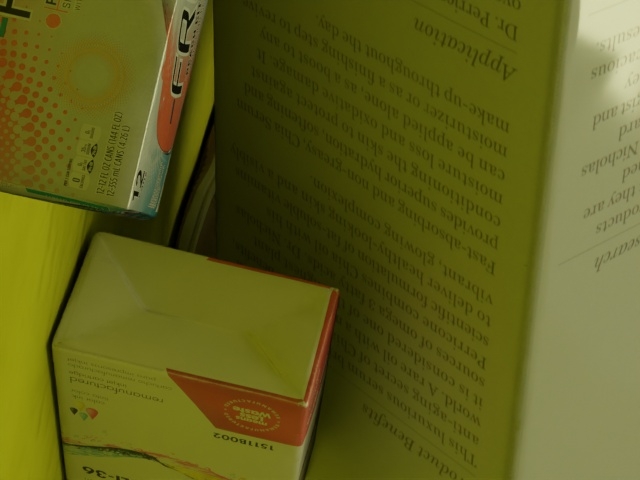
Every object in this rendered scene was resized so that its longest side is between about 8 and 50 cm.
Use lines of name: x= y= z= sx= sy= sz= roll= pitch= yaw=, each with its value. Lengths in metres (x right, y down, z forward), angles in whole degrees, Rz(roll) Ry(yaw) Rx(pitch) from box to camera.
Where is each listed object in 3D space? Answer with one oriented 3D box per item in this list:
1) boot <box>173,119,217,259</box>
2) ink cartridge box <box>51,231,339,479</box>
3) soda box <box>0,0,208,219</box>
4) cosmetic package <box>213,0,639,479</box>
boot: x=0.000 y=0.000 z=1.043 sx=0.077 sy=0.165 sz=0.213 roll=95 pitch=8 yaw=-64
ink cartridge box: x=-0.060 y=0.086 z=0.814 sx=0.198 sy=0.115 sz=0.067 roll=97 pitch=7 yaw=-57
soda box: x=-0.063 y=-0.100 z=0.525 sx=0.058 sy=0.063 sz=0.183 roll=16 pitch=87 yaw=-86
cosmetic package: x=0.076 y=-0.045 z=0.823 sx=0.161 sy=0.230 sz=0.453 roll=-24 pitch=132 yaw=-33
